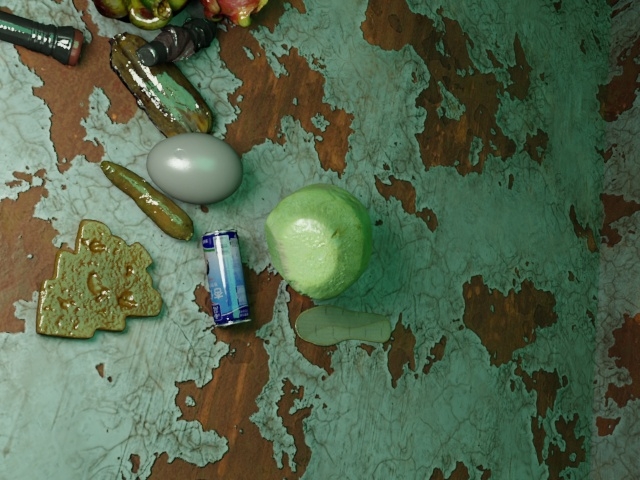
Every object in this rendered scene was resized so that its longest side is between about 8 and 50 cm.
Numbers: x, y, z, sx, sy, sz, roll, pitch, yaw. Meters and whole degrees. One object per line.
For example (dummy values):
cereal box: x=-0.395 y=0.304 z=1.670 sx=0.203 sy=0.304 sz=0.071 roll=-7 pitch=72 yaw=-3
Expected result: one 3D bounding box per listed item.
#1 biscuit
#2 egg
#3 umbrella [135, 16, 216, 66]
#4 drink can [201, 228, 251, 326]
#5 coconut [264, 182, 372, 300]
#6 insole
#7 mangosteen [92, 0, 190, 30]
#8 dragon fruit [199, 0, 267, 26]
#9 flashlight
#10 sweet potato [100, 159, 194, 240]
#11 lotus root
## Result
biscuit: x=-0.511 y=0.104 z=1.436 sx=0.301 sy=0.043 sz=0.278 roll=-38 pitch=105 yaw=-34
egg: x=-0.308 y=-0.175 z=1.567 sx=0.232 sy=0.176 sz=0.176 roll=2 pitch=78 yaw=-26
umbrella: x=-0.355 y=-0.497 z=1.601 sx=0.094 sy=0.090 sz=0.326 roll=67 pitch=27 yaw=-19
drink can: x=-0.236 y=0.093 z=1.610 sx=0.097 sy=0.097 sz=0.235 roll=-7 pitch=84 yaw=-37
coconut: x=0.000 y=0.000 z=1.703 sx=0.328 sy=0.281 sz=0.328 roll=45 pitch=14 yaw=-14
insole: x=0.072 y=0.248 z=1.856 sx=0.348 sy=0.009 sz=0.119 roll=9 pitch=74 yaw=-35
mangosteen: x=-0.438 y=-0.636 z=1.505 sx=0.297 sy=0.297 sz=0.313 roll=36 pitch=64 yaw=-25
dragon fruit: x=-0.276 y=-0.720 z=1.704 sx=0.307 sy=0.243 sz=0.227 roll=30 pitch=78 yaw=14
flashlight: x=-0.657 y=-0.461 z=1.436 sx=0.232 sy=0.093 sz=0.093 roll=9 pitch=74 yaw=-29
sweet potato: x=-0.411 y=-0.098 z=1.540 sx=0.273 sy=0.075 sz=0.075 roll=44 pitch=58 yaw=-17
lotus root: x=-0.391 y=-0.391 z=1.616 sx=0.329 sy=0.078 sz=0.167 roll=49 pitch=54 yaw=-18
